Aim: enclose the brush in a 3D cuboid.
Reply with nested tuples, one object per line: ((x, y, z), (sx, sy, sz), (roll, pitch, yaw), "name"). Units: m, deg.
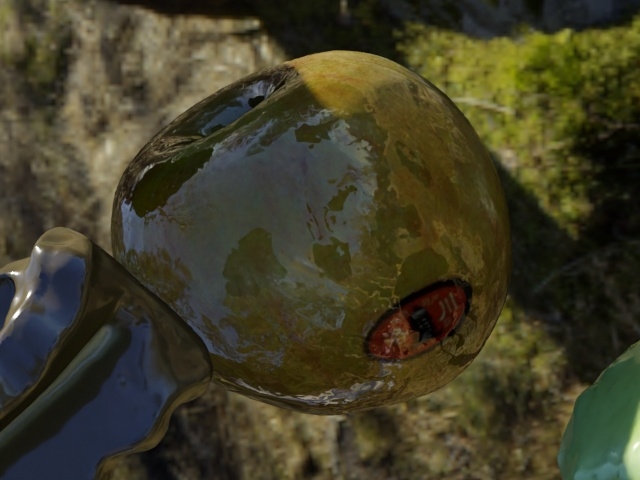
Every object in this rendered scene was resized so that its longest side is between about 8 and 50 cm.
((-0.172, 0.118, 0.502), (0.301, 0.084, 0.071), (-42, 30, 0), "brush")

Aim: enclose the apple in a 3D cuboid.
((0.000, 0.000, 0.650), (0.182, 0.182, 0.155), (3, 130, 56), "apple")

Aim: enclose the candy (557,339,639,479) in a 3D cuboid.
((0.227, 0.179, 0.544), (0.344, 0.132, 0.142), (54, 176, -12), "candy")
